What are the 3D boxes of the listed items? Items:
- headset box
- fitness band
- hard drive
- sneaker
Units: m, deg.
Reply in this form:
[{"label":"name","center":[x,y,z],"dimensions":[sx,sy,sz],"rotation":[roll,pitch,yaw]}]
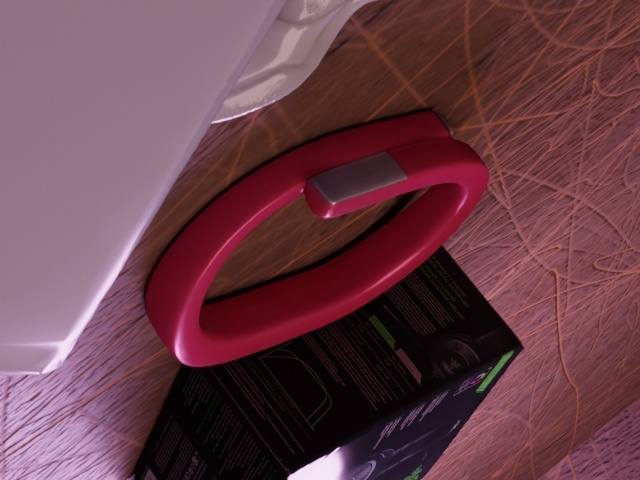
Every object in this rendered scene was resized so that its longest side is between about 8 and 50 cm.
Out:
[{"label":"headset box","center":[0.007,0.150,1.422],"dimensions":[0.283,0.131,0.246],"rotation":[-24,156,-36]},{"label":"fitness band","center":[0.000,0.000,1.211],"dimensions":[0.291,0.054,0.209],"rotation":[-17,154,-44]},{"label":"hard drive","center":[-0.162,-0.037,0.797],"dimensions":[0.203,0.040,0.307],"rotation":[0,140,-37]},{"label":"sneaker","center":[-0.012,-0.147,0.858],"dimensions":[0.212,0.080,0.094],"rotation":[-35,141,-4]}]
